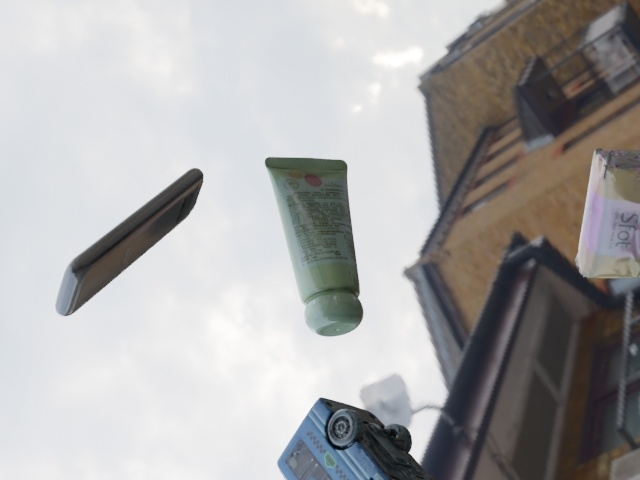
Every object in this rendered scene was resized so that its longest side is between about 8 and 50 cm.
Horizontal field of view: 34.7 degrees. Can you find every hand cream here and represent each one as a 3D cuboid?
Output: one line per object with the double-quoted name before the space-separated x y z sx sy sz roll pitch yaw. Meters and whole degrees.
"hand cream" 0.000 0.000 1.631 0.147 0.093 0.306 0 -115 -21

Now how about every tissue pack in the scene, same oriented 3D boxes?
"tissue pack" 0.612 -0.050 1.953 0.123 0.215 0.256 -83 -6 -57

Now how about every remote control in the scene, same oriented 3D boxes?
"remote control" -0.192 -0.007 1.052 0.029 0.067 0.261 30 -148 7

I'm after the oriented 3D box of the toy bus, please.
"toy bus" 0.066 0.290 1.125 0.113 0.134 0.246 26 -165 -47
